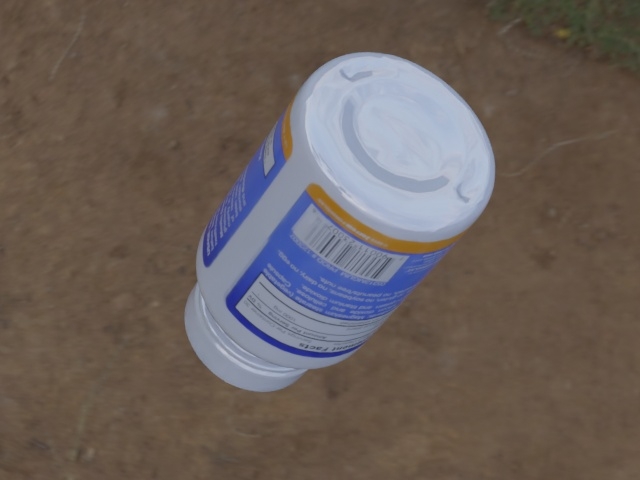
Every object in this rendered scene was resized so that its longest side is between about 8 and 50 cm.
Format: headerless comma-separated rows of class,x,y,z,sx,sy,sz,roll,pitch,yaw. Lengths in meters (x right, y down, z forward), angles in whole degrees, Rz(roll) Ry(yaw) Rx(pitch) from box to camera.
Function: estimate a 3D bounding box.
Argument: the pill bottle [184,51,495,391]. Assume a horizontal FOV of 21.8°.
pill bottle,0.000,0.000,1.216,0.152,0.272,0.152,14,53,-20
